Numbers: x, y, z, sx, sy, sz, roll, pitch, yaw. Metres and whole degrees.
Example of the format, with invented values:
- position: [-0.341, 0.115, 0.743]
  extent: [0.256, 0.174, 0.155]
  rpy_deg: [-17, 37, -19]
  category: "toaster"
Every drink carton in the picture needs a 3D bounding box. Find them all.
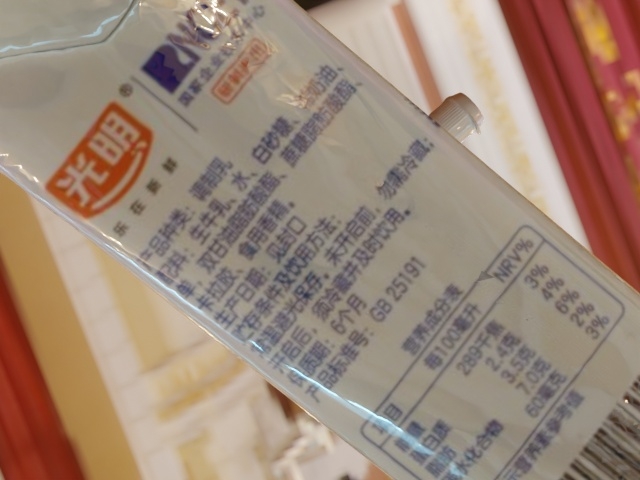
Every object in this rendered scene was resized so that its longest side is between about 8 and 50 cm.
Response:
- position: [0.000, 0.000, 0.667]
  extent: [0.106, 0.315, 0.130]
  rpy_deg: [-52, -166, -3]
  category: "drink carton"

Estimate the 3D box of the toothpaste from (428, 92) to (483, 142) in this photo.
- position: [0.012, -0.014, 1.056]
  extent: [0.190, 0.048, 0.031]
  rpy_deg: [-40, 175, -7]
  category: "toothpaste"
